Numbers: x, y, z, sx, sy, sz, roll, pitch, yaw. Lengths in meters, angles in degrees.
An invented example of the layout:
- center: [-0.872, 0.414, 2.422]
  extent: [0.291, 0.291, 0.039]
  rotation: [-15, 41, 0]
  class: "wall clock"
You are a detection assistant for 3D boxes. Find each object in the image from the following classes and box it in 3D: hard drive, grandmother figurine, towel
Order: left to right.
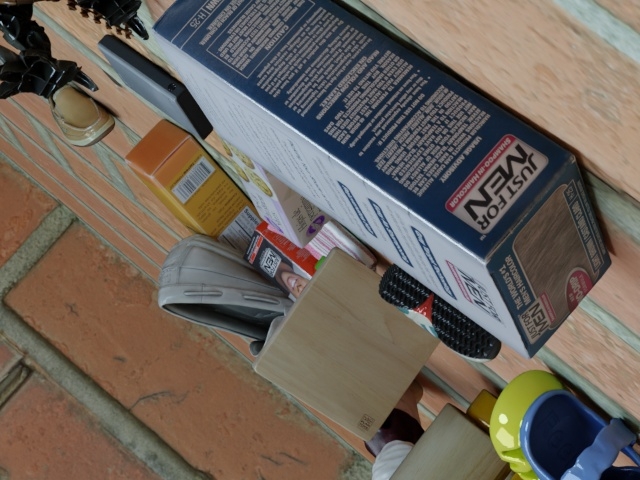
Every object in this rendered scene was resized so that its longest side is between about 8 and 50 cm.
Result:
- center: [-0.187, -0.174, 2.160]
  extent: [0.135, 0.022, 0.094]
  rotation: [36, 169, 31]
  class: "hard drive"
- center: [0.000, 0.000, 2.178]
  extent: [0.144, 0.029, 0.197]
  rotation: [40, 170, 5]
  class: "towel"
- center: [0.098, 0.253, 2.433]
  extent: [0.208, 0.104, 0.342]
  rotation: [33, -168, -10]
  class: "grandmother figurine"

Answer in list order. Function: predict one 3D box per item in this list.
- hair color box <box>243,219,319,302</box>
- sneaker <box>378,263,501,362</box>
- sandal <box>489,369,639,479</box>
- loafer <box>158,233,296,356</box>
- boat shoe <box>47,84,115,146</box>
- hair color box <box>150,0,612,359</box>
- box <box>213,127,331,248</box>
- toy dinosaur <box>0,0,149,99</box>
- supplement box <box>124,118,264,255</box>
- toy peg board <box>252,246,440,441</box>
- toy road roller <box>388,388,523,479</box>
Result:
- center: [-0.023, 0.036, 2.320]
  extent: [0.141, 0.043, 0.072]
  rotation: [39, 146, 11]
  class: "hair color box"
- center: [0.135, 0.077, 1.944]
  extent: [0.161, 0.057, 0.075]
  rotation: [33, -176, 38]
  class: "sneaker"
- center: [0.299, 0.266, 1.917]
  extent: [0.317, 0.126, 0.138]
  rotation: [45, 166, -28]
  class: "sandal"
- center: [-0.054, 0.103, 2.380]
  extent: [0.319, 0.111, 0.112]
  rotation: [22, 146, -8]
  class: "loafer"
- center: [-0.345, -0.181, 2.653]
  extent: [0.072, 0.068, 0.190]
  rotation: [59, 164, -25]
  class: "boat shoe"
- center: [0.045, -0.071, 1.438]
  extent: [0.347, 0.105, 0.174]
  rotation: [37, 170, 30]
  class: "hair color box"
- center: [-0.048, -0.085, 1.879]
  extent: [0.067, 0.063, 0.324]
  rotation: [40, 171, 20]
  class: "box"
- center: [-0.274, -0.265, 1.849]
  extent: [0.322, 0.164, 0.218]
  rotation: [-3, -135, -44]
  class: "toy dinosaur"
- center: [-0.141, -0.045, 2.397]
  extent: [0.078, 0.080, 0.233]
  rotation: [31, 165, 50]
  class: "supplement box"
- center: [0.027, 0.108, 2.105]
  extent: [0.161, 0.160, 0.079]
  rotation: [34, -178, -18]
  class: "toy peg board"
- center: [0.251, 0.346, 2.241]
  extent: [0.329, 0.202, 0.240]
  rotation: [38, -179, 18]
  class: "toy road roller"
